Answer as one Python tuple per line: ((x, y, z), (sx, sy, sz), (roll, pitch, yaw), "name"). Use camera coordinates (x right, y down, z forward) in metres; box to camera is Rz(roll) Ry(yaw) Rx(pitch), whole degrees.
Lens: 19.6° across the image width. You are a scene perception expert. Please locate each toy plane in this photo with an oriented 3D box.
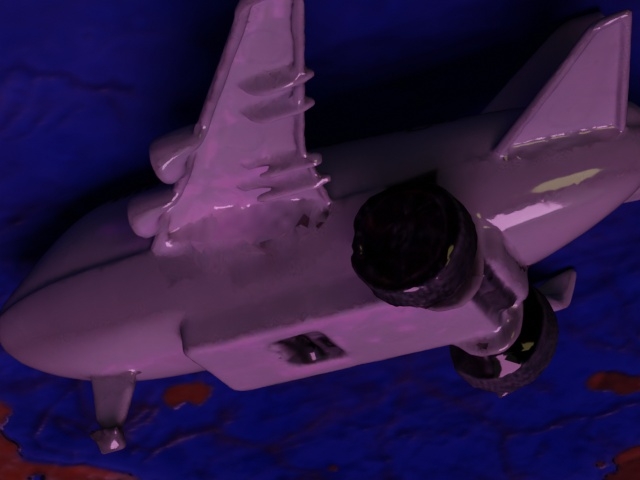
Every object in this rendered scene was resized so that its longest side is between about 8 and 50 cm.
((0.001, 0.004, 0.626), (0.255, 0.101, 0.251), (-21, 149, 16), "toy plane")
